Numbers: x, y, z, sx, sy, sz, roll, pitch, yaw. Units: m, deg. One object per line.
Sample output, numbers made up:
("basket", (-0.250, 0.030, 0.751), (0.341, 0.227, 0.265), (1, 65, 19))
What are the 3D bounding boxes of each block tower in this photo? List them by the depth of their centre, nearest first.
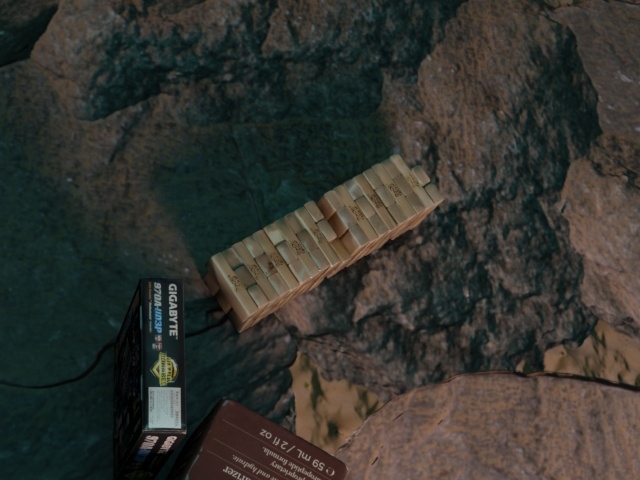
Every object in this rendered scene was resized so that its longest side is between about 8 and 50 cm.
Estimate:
("block tower", (0.000, 0.000, 1.655), (0.335, 0.097, 0.091), (-29, 79, -31))

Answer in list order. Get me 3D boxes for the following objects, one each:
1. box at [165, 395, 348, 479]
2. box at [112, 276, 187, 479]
("box", (-0.101, 0.318, 1.424), (0.168, 0.167, 0.203), (30, 60, -6))
("box", (-0.196, 0.163, 1.431), (0.051, 0.220, 0.175), (4, 64, -16))
